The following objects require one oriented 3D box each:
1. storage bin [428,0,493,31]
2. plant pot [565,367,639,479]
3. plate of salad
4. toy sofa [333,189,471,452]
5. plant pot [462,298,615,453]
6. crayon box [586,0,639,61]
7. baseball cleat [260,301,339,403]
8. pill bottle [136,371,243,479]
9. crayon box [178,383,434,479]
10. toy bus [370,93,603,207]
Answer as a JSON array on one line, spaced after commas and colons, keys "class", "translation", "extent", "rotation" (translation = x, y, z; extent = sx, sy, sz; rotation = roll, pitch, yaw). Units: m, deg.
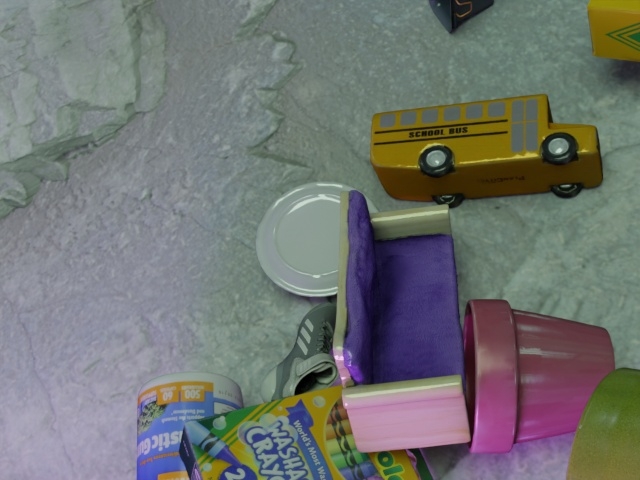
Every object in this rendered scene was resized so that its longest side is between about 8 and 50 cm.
[{"class": "storage bin", "translation": [0.234, -0.416, 1.837], "extent": [0.091, 0.135, 0.098], "rotation": [-25, 58, -6]}, {"class": "plant pot", "translation": [0.482, 0.293, 1.277], "extent": [0.353, 0.366, 0.366], "rotation": [8, 66, 35]}, {"class": "plate of salad", "translation": [0.000, 0.000, 1.739], "extent": [0.200, 0.048, 0.199], "rotation": [-3, 62, 6]}, {"class": "toy sofa", "translation": [0.109, 0.088, 1.496], "extent": [0.150, 0.177, 0.362], "rotation": [-6, 38, 8]}, {"class": "plant pot", "translation": [0.282, 0.177, 1.480], "extent": [0.180, 0.201, 0.201], "rotation": [0, 62, 1]}, {"class": "crayon box", "translation": [0.603, -0.405, 1.659], "extent": [0.313, 0.106, 0.363], "rotation": [13, 54, 28]}, {"class": "baseball cleat", "translation": [-0.001, 0.164, 1.606], "extent": [0.109, 0.072, 0.206], "rotation": [-8, 36, 41]}, {"class": "pill bottle", "translation": [-0.179, 0.332, 1.565], "extent": [0.152, 0.152, 0.271], "rotation": [-12, 60, 13]}, {"class": "crayon box", "translation": [0.000, 0.303, 1.476], "extent": [0.323, 0.083, 0.203], "rotation": [-11, 56, -21]}, {"class": "toy bus", "translation": [0.248, -0.135, 1.693], "extent": [0.333, 0.108, 0.130], "rotation": [-5, 61, 17]}]
